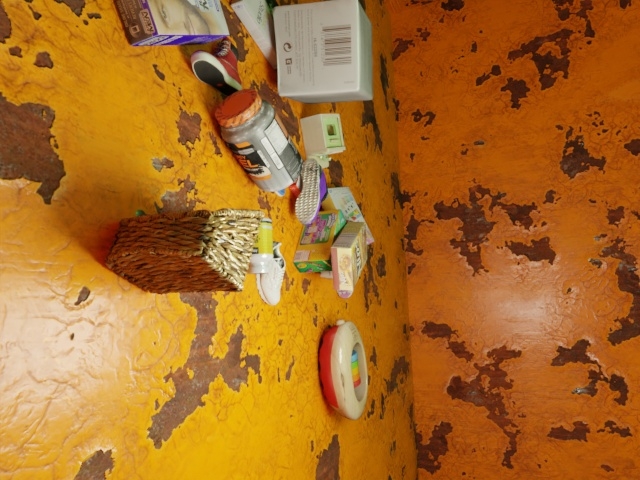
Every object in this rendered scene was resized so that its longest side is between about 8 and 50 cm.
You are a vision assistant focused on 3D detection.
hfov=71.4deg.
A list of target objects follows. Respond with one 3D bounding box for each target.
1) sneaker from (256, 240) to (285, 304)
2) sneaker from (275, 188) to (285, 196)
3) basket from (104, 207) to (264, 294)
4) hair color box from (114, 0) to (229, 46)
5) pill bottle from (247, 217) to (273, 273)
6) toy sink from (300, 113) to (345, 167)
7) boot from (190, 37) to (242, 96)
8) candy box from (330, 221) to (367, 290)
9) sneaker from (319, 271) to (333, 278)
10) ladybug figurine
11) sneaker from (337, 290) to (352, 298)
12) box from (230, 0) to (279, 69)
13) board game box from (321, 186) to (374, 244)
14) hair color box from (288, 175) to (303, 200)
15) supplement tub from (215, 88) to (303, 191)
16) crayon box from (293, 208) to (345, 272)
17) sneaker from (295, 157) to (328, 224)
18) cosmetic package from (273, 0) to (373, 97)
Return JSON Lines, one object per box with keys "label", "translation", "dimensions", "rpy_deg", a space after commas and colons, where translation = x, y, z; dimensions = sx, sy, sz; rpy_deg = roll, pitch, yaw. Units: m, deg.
{"label": "sneaker", "translation": [-0.170, 0.117, 1.580], "dimensions": [0.090, 0.095, 0.234], "rpy_deg": [-33, 116, -65]}
{"label": "sneaker", "translation": [-0.147, -0.241, 1.717], "dimensions": [0.058, 0.085, 0.152], "rpy_deg": [-61, 139, -52]}
{"label": "basket", "translation": [-0.318, -0.016, 1.030], "dimensions": [0.213, 0.299, 0.222], "rpy_deg": [51, 43, -49]}
{"label": "hair color box", "translation": [-0.401, -0.643, 1.220], "dimensions": [0.339, 0.110, 0.185], "rpy_deg": [-47, 127, -57]}
{"label": "pill bottle", "translation": [-0.211, 0.019, 1.496], "dimensions": [0.103, 0.103, 0.184], "rpy_deg": [11, 74, -65]}
{"label": "toy sink", "translation": [0.019, -0.452, 2.039], "dimensions": [0.153, 0.131, 0.234], "rpy_deg": [-19, 104, -50]}
{"label": "boot", "translation": [-0.327, -0.580, 1.399], "dimensions": [0.244, 0.089, 0.176], "rpy_deg": [14, 72, -73]}
{"label": "candy box", "translation": [0.124, 0.056, 1.851], "dimensions": [0.316, 0.088, 0.182], "rpy_deg": [-54, 142, -64]}
{"label": "sneaker", "translation": [0.061, 0.129, 2.080], "dimensions": [0.297, 0.130, 0.110], "rpy_deg": [35, 49, -82]}
{"label": "ladybug figurine", "translation": [0.097, 0.570, 1.987], "dimensions": [0.305, 0.162, 0.448], "rpy_deg": [-12, 96, -67]}
{"label": "sneaker", "translation": [0.137, 0.180, 2.257], "dimensions": [0.104, 0.095, 0.236], "rpy_deg": [46, 43, -65]}
{"label": "box", "translation": [-0.220, -0.867, 1.728], "dimensions": [0.322, 0.059, 0.232], "rpy_deg": [46, 44, -57]}
{"label": "board game box", "translation": [0.126, -0.106, 2.166], "dimensions": [0.242, 0.064, 0.316], "rpy_deg": [-15, 78, -59]}
{"label": "hair color box", "translation": [-0.084, -0.211, 1.902], "dimensions": [0.141, 0.043, 0.071], "rpy_deg": [56, 37, -44]}
{"label": "supplement tub", "translation": [-0.202, -0.329, 1.485], "dimensions": [0.316, 0.194, 0.193], "rpy_deg": [57, 36, -44]}
{"label": "crayon box", "translation": [0.000, 0.000, 1.893], "dimensions": [0.081, 0.166, 0.278], "rpy_deg": [59, 35, -44]}
{"label": "sneaker", "translation": [-0.020, -0.185, 1.861], "dimensions": [0.146, 0.102, 0.293], "rpy_deg": [43, 49, -55]}
{"label": "cosmetic package", "translation": [0.030, -0.749, 1.828], "dimensions": [0.394, 0.328, 0.329], "rpy_deg": [-38, 128, -72]}
